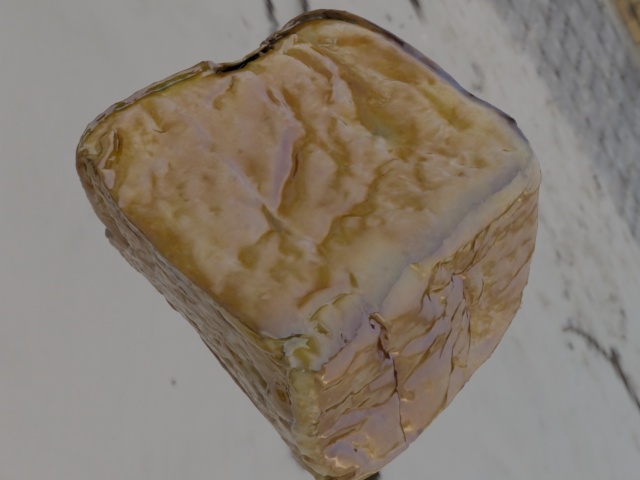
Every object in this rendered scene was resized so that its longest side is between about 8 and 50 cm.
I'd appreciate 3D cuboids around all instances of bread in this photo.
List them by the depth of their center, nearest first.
[{"bbox_3d":[0.000,0.000,0.551,0.158,0.143,0.149,42,-21,33],"label":"bread"}]
